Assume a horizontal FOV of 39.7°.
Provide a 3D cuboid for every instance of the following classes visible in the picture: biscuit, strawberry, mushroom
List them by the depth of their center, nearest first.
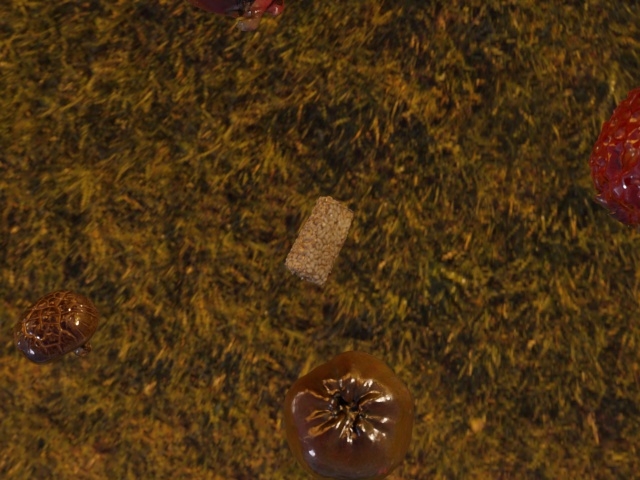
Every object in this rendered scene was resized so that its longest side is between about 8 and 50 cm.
[{"bbox_3d":[0.414,-0.117,0.978,0.205,0.205,0.244,17,113,3],"label":"strawberry"},{"bbox_3d":[-0.384,0.126,1.289,0.126,0.085,0.109,-37,80,-12],"label":"mushroom"},{"bbox_3d":[0.000,0.000,1.686,0.082,0.070,0.168,29,84,-40],"label":"biscuit"}]

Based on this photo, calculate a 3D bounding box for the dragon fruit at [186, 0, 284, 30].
[{"bbox_3d":[-0.113,-0.385,1.201,0.211,0.282,0.147,41,129,40],"label":"dragon fruit"}]

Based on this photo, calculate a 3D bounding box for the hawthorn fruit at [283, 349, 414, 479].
[{"bbox_3d":[0.058,0.379,1.824,0.267,0.268,0.301,6,152,9],"label":"hawthorn fruit"}]
